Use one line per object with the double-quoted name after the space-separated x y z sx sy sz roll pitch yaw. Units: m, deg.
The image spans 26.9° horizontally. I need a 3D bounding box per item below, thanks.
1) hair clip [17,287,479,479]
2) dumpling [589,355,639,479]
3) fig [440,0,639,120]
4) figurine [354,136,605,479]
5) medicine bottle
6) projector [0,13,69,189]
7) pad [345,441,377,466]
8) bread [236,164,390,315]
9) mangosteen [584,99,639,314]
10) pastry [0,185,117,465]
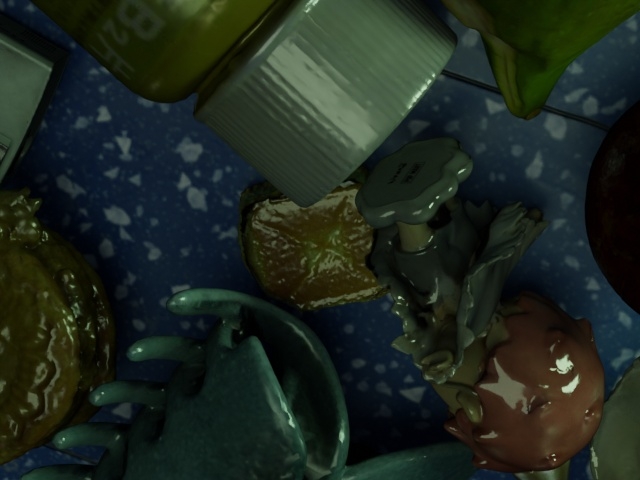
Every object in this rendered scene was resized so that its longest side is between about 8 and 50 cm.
-0.090 0.217 1.181 0.238 0.392 0.318 51 116 19 "hair clip"
0.372 0.233 1.170 0.260 0.181 0.341 1 149 32 "dumpling"
0.175 -0.207 1.028 0.206 0.206 0.275 5 140 8 "fig"
0.149 0.094 1.151 0.166 0.207 0.387 -5 126 35 "figurine"
-0.095 -0.218 1.030 0.384 0.224 0.224 41 113 -9 "medicine bottle"
-0.303 -0.128 1.190 0.115 0.061 0.147 30 114 -2 "projector"
-0.014 0.256 1.325 0.112 0.003 0.157 16 114 3 "pad"
0.000 0.000 1.184 0.140 0.069 0.128 -14 110 11 "bread"
0.310 -0.008 1.021 0.215 0.257 0.215 3 125 5 "mangosteen"
-0.300 0.085 1.228 0.240 0.132 0.235 -18 86 23 "pastry"
